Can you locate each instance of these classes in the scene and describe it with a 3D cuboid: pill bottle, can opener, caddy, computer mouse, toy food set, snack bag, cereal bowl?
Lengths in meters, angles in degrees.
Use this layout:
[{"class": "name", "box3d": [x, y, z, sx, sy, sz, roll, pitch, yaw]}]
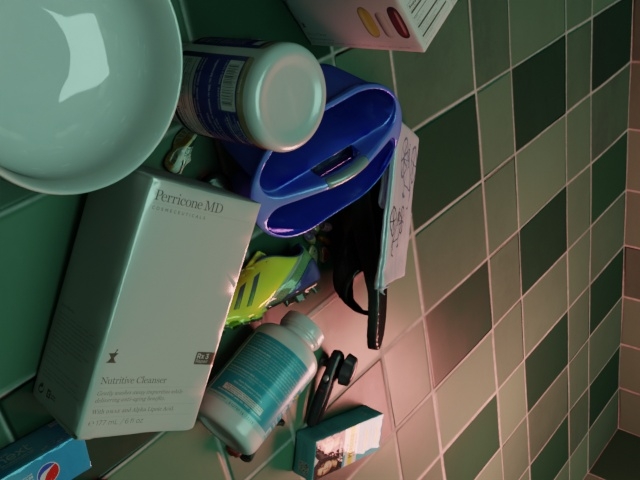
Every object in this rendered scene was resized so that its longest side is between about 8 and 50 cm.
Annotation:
[{"class": "pill bottle", "box3d": [-0.105, 0.257, 1.364, 0.264, 0.146, 0.146, -49, 134, -26]}, {"class": "can opener", "box3d": [0.014, 0.326, 1.595, 0.059, 0.073, 0.186, 23, 94, -58]}, {"class": "caddy", "box3d": [-0.006, -0.151, 1.261, 0.341, 0.179, 0.241, -34, 141, -24]}, {"class": "computer mouse", "box3d": [-0.209, -0.004, 1.249, 0.071, 0.041, 0.242, 17, 97, -30]}, {"class": "pill bottle", "box3d": [-0.134, -0.224, 1.082, 0.153, 0.265, 0.153, -20, 118, -43]}, {"class": "toy food set", "box3d": [0.000, 0.000, 1.498, 0.078, 0.019, 0.122, -35, 127, -37]}, {"class": "snack bag", "box3d": [0.158, -0.072, 1.520, 0.323, 0.037, 0.342, -9, 104, -76]}, {"class": "cereal bowl", "box3d": [-0.349, -0.235, 0.927, 0.339, 0.141, 0.338, -19, 117, -44]}]

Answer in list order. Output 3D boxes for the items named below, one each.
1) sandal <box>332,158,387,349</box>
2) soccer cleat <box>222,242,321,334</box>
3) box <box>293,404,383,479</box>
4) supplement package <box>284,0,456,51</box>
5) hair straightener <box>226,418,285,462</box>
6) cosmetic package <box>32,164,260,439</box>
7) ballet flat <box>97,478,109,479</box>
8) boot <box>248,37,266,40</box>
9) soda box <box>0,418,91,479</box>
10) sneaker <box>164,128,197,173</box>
[{"class": "sandal", "box3d": [0.080, 0.015, 1.524, 0.167, 0.107, 0.445, -53, 139, -67]}, {"class": "soccer cleat", "box3d": [-0.125, 0.088, 1.354, 0.289, 0.093, 0.121, -22, 88, -38]}, {"class": "box", "box3d": [0.045, 0.462, 1.671, 0.244, 0.060, 0.100, -7, 108, -48]}, {"class": "supplement package", "box3d": [0.095, -0.457, 1.266, 0.204, 0.262, 0.145, -58, 137, -18]}, {"class": "hair straightener", "box3d": [-0.105, 0.344, 1.483, 0.089, 0.047, 0.230, 47, 63, -46]}, {"class": "cosmetic package", "box3d": [-0.262, 0.086, 1.101, 0.217, 0.156, 0.384, 9, 101, -48]}, {"class": "ballet flat", "box3d": [-0.366, 0.505, 1.209, 0.072, 0.068, 0.213, -5, 107, -48]}, {"class": "boot", "box3d": [-0.078, -0.307, 1.267, 0.190, 0.069, 0.086, -18, 121, -44]}, {"class": "soda box", "box3d": [-0.450, 0.349, 1.062, 0.210, 0.067, 0.071, -27, 122, -41]}, {"class": "sneaker", "box3d": [-0.225, -0.147, 1.190, 0.083, 0.032, 0.037, -59, 152, -9]}]
